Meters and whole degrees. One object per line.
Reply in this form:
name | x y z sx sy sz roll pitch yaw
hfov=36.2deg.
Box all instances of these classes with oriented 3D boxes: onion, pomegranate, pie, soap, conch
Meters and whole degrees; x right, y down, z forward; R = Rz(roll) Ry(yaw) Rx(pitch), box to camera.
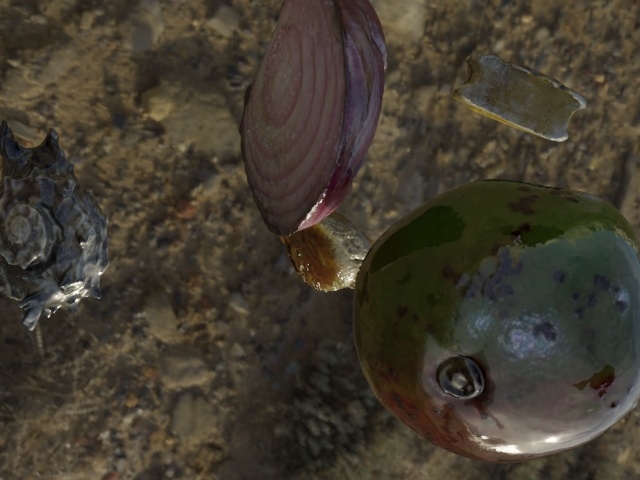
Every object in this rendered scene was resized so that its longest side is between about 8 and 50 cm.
onion | 0.014 -0.129 0.963 0.111 0.247 0.250 6 126 -25
pomegranate | 0.192 0.046 0.937 0.323 0.291 0.290 -50 137 -30
pie | 0.000 0.000 1.348 0.079 0.193 0.163 -37 101 -20
soap | 0.276 -0.208 1.416 0.257 0.160 0.080 -65 180 -81
conch | -0.395 -0.030 1.384 0.186 0.313 0.240 13 138 -30
